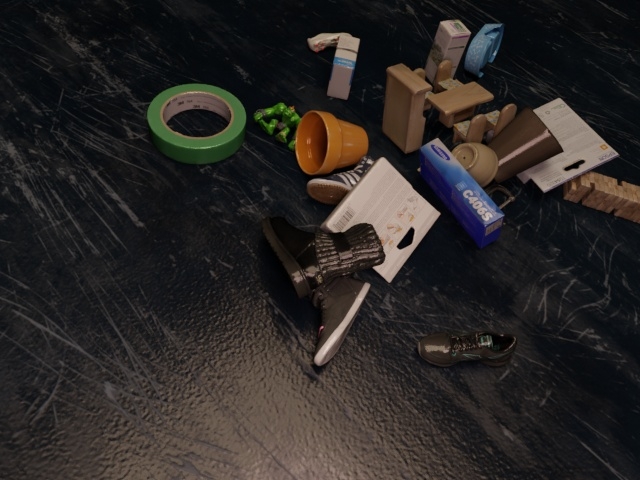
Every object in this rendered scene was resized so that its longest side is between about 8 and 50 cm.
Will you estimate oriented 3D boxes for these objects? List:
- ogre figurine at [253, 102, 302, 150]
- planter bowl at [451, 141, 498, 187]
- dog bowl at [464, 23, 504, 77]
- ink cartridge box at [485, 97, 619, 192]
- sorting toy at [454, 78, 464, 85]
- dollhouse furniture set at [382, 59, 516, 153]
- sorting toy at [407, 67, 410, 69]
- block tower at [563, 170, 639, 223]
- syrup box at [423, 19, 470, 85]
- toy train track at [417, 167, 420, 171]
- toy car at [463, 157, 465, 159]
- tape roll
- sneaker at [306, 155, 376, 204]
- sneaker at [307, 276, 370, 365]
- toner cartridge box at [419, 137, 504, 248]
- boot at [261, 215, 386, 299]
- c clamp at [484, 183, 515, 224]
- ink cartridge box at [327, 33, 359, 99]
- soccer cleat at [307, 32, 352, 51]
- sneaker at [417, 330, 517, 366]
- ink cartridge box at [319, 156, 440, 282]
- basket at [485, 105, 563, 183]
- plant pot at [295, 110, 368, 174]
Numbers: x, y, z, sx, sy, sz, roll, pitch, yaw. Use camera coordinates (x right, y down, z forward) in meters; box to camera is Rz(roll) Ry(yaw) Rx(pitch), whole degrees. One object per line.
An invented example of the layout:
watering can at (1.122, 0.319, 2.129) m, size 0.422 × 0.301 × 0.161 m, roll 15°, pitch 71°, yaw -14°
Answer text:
ogre figurine at (-0.129, -0.408, 1.786) m, size 0.197 × 0.096 × 0.118 m, roll 33°, pitch 72°, yaw 31°
planter bowl at (0.498, -0.261, 1.722) m, size 0.109 × 0.162 × 0.162 m, roll 21°, pitch 39°, yaw -49°
dog bowl at (0.701, -0.824, 2.205) m, size 0.074 × 0.165 × 0.297 m, roll 24°, pitch 53°, yaw 22°
ink cartridge box at (0.838, -0.340, 1.878) m, size 0.324 × 0.071 × 0.330 m, roll -25°, pitch 62°, yaw -7°
sorting toy at (0.562, -0.635, 2.126) m, size 0.083 × 0.012 × 0.062 m, roll -33°, pitch 71°, yaw -33°
dollhouse furniture set at (0.434, -0.512, 1.827) m, size 0.395 × 0.256 × 0.362 m, roll -22°, pitch 52°, yaw -18°
sorting toy at (0.345, -0.671, 2.093) m, size 0.061 × 0.042 × 0.101 m, roll 11°, pitch 53°, yaw -3°
block tower at (1.045, -0.152, 1.819) m, size 0.336 × 0.090 × 0.097 m, roll 17°, pitch 54°, yaw 3°
syrup box at (0.503, -0.750, 2.058) m, size 0.097 × 0.236 × 0.093 m, roll -14°, pitch 57°, yaw -20°
toy train track at (0.373, -0.266, 1.823) m, size 0.083 × 0.014 × 0.048 m, roll -36°, pitch 75°, yaw -24°
toy car at (0.520, -0.262, 1.845) m, size 0.122 × 0.060 × 0.040 m, roll -47°, pitch 117°, yaw -17°
tape roll at (-0.413, -0.398, 1.731) m, size 0.322 × 0.077 × 0.321 m, roll 5°, pitch 53°, yaw -7°
sneaker at (0.088, -0.199, 1.664) m, size 0.283 × 0.099 × 0.153 m, roll 5°, pitch 58°, yaw -16°
sneaker at (0.012, 0.195, 1.369) m, size 0.147 × 0.104 × 0.295 m, roll 26°, pitch 48°, yaw 10°
toner cartridge box at (0.446, -0.153, 1.652) m, size 0.075 × 0.165 × 0.347 m, roll -30°, pitch 63°, yaw -4°
boot at (0.001, 0.004, 1.409) m, size 0.260 × 0.131 × 0.348 m, roll -26°, pitch 41°, yaw -8°
c clamp at (0.611, -0.130, 1.766) m, size 0.137 × 0.022 × 0.161 m, roll 37°, pitch 58°, yaw 22°
ink cartridge box at (0.089, -0.669, 1.976) m, size 0.086 × 0.148 × 0.203 m, roll 12°, pitch 54°, yaw 0°
soccer cleat at (0.040, -0.839, 2.145) m, size 0.197 × 0.068 × 0.076 m, roll -17°, pitch 56°, yaw -18°
sneaker at (0.395, 0.276, 1.376) m, size 0.268 × 0.106 × 0.101 m, roll 2°, pitch 55°, yaw -8°
ink cartridge box at (0.185, -0.061, 1.565) m, size 0.261 × 0.066 × 0.296 m, roll 43°, pitch 70°, yaw -10°
basket at (0.672, -0.312, 1.766) m, size 0.204 × 0.227 × 0.154 m, roll 59°, pitch 20°, yaw 19°
plant pot at (0.047, -0.319, 1.699) m, size 0.188 × 0.205 × 0.205 m, roll -5°, pitch 54°, yaw -32°
